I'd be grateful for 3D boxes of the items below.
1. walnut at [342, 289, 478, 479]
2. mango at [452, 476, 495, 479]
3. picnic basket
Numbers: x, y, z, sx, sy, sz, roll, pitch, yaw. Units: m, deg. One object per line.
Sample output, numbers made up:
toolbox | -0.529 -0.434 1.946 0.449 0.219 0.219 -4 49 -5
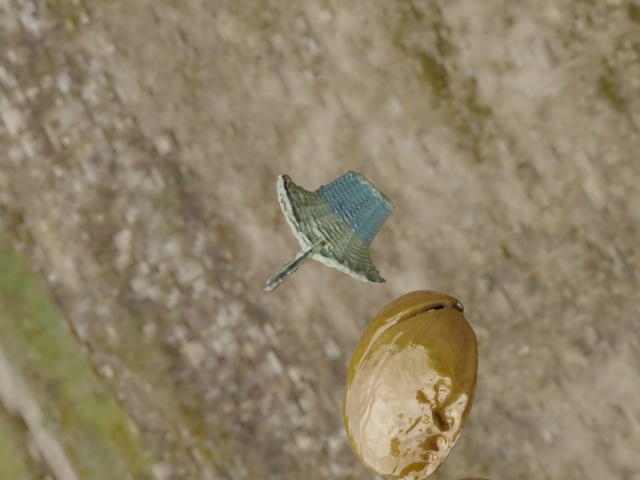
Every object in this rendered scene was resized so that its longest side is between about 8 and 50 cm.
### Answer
walnut | 0.076 0.151 1.768 0.167 0.087 0.211 36 113 51
mango | 0.201 0.416 1.877 0.182 0.253 0.364 34 150 60
picnic basket | 0.000 0.000 0.944 0.083 0.083 0.065 44 177 -6
